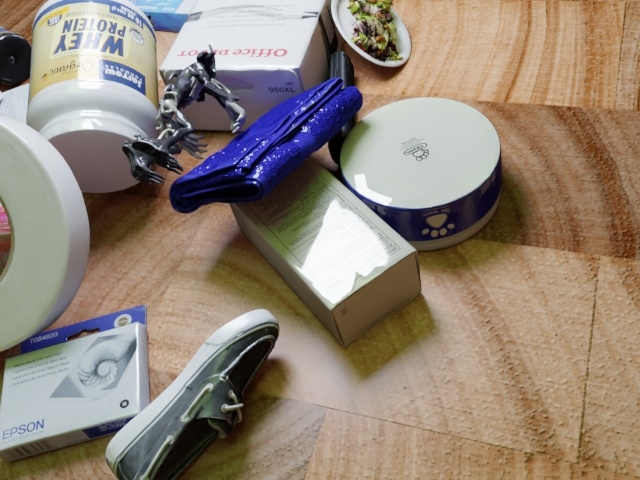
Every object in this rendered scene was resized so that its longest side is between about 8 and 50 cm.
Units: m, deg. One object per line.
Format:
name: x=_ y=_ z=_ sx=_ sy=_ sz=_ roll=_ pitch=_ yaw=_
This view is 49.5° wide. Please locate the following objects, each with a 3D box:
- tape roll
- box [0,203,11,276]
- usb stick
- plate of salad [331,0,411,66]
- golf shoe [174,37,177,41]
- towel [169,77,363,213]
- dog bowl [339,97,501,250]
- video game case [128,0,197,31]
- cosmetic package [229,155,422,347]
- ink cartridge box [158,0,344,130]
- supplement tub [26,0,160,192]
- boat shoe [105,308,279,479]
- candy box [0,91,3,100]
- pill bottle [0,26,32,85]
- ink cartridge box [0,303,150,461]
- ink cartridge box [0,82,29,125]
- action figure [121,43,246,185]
tape roll: x=-0.552 y=-0.010 z=1.078 sx=0.392 sy=0.392 sz=0.072 roll=-5 pitch=7 yaw=10
box: x=-0.590 y=-0.011 z=1.223 sx=0.300 sy=0.154 sz=0.142 roll=-4 pitch=52 yaw=9
usb stick: x=0.040 y=-0.256 z=1.321 sx=0.045 sy=0.077 sz=0.278 roll=-13 pitch=48 yaw=18
plate of salad: x=0.111 y=-0.441 z=1.407 sx=0.200 sy=0.048 sz=0.200 roll=17 pitch=57 yaw=-28
golf shoe: x=-0.250 y=-0.463 z=1.583 sx=0.086 sy=0.069 sz=0.176 roll=33 pitch=68 yaw=12
towel: x=-0.091 y=-0.161 z=1.131 sx=0.227 sy=0.076 sz=0.308 roll=-6 pitch=30 yaw=43
dog bowl: x=0.166 y=-0.116 z=1.157 sx=0.265 sy=0.104 sz=0.265 roll=-7 pitch=50 yaw=8
video game case: x=-0.375 y=-0.622 z=1.734 sx=0.269 sy=0.061 sz=0.244 roll=12 pitch=54 yaw=22
cosmetic package: x=0.000 y=0.000 z=1.097 sx=0.160 sy=0.113 sz=0.309 roll=-33 pitch=52 yaw=-13
ink cartridge box: x=-0.117 y=-0.412 z=1.428 sx=0.285 sy=0.166 sz=0.395 roll=3 pitch=52 yaw=17
supplement tub: x=-0.411 y=-0.269 z=1.267 sx=0.228 sy=0.228 sz=0.316 roll=-12 pitch=63 yaw=4
boat shoe: x=-0.153 y=0.226 z=0.952 sx=0.301 sy=0.108 sz=0.102 roll=-43 pitch=54 yaw=-18
candy box: x=-0.782 y=-0.260 z=1.433 sx=0.165 sy=0.070 sz=0.196 roll=2 pitch=52 yaw=13
pill bottle: x=-0.794 y=-0.457 z=1.657 sx=0.219 sy=0.123 sz=0.123 roll=26 pitch=61 yaw=31
ink cartridge box: x=-0.375 y=0.202 z=1.063 sx=0.223 sy=0.045 sz=0.224 roll=-16 pitch=49 yaw=1
ink cartridge box: x=-0.629 y=-0.203 z=1.446 sx=0.330 sy=0.071 sz=0.324 roll=-23 pitch=50 yaw=-10
action figure: x=-0.218 y=-0.208 z=1.177 sx=0.164 sy=0.141 sz=0.276 roll=-29 pitch=29 yaw=49
